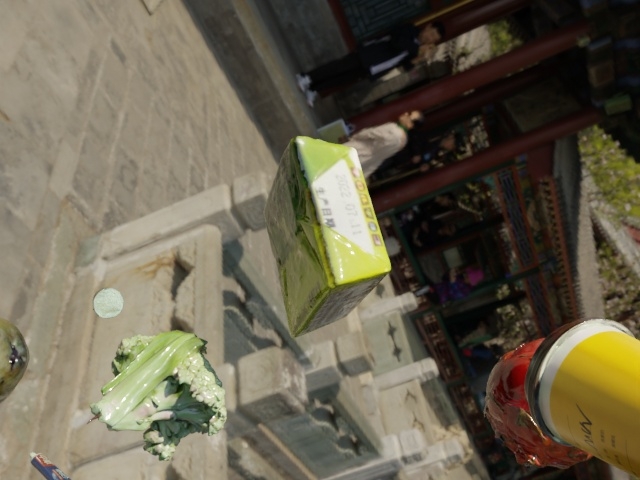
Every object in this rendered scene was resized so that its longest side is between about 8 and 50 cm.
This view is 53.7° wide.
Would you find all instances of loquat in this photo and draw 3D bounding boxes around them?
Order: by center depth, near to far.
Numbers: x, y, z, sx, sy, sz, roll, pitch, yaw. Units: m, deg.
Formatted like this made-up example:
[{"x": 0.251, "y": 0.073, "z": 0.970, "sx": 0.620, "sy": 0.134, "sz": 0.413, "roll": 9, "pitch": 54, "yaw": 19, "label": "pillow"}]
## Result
[{"x": -0.640, "y": 0.225, "z": 1.164, "sx": 0.179, "sy": 0.227, "sz": 0.179, "roll": 32, "pitch": 36, "yaw": -27, "label": "loquat"}]

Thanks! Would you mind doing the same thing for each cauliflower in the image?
[{"x": -0.324, "y": 0.297, "z": 1.209, "sx": 0.315, "sy": 0.239, "sz": 0.256, "roll": -17, "pitch": 67, "yaw": -51, "label": "cauliflower"}]

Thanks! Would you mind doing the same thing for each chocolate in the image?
[{"x": 0.000, "y": 0.000, "z": 1.195, "sx": 0.301, "sy": 0.137, "sz": 0.289, "roll": 121, "pitch": -41, "yaw": -61, "label": "chocolate"}]

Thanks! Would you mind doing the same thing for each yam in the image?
[{"x": -0.484, "y": 0.141, "z": 1.431, "sx": 0.068, "sy": 0.068, "sz": 0.169, "roll": 68, "pitch": -20, "yaw": -4, "label": "yam"}]

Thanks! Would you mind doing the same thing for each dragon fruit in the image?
[{"x": 0.422, "y": 0.291, "z": 1.143, "sx": 0.241, "sy": 0.252, "sz": 0.241, "roll": 34, "pitch": 39, "yaw": -33, "label": "dragon fruit"}]

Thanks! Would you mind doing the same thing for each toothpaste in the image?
[{"x": -0.404, "y": 0.359, "z": 0.962, "sx": 0.037, "sy": 0.140, "sz": 0.021, "roll": 15, "pitch": 95, "yaw": -56, "label": "toothpaste"}]

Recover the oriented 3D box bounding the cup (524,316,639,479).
[{"x": 0.415, "y": 0.220, "z": 0.826, "sx": 0.196, "sy": 0.196, "sz": 0.280, "roll": 65, "pitch": -13, "yaw": -17, "label": "cup"}]
